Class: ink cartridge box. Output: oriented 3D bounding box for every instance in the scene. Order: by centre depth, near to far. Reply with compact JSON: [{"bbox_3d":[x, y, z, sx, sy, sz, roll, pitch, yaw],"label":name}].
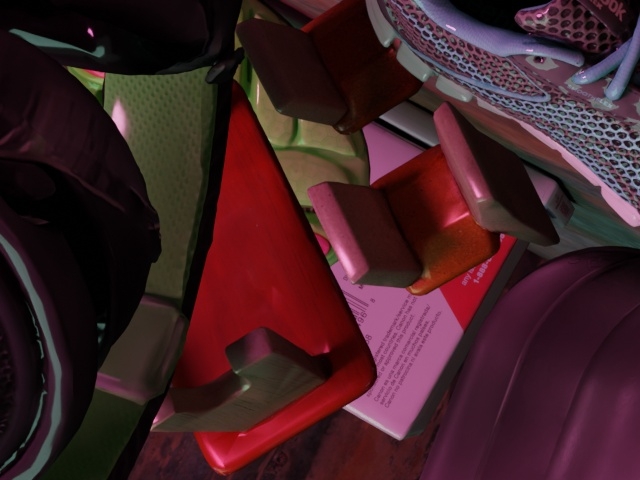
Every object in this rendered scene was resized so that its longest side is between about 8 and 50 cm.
[{"bbox_3d":[0.000,0.000,1.505,0.273,0.197,0.114,30,-179,10],"label":"ink cartridge box"}]

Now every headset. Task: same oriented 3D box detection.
[{"bbox_3d":[-0.071,-0.042,0.545,0.185,0.243,0.394,11,154,14],"label":"headset"}]

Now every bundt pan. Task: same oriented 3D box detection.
[{"bbox_3d":[0.202,0.082,0.755,0.331,0.124,0.331,13,-178,0],"label":"bundt pan"}]

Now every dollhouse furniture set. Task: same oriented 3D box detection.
[{"bbox_3d":[-0.061,-0.033,0.823,0.135,0.262,0.259,22,-140,-64],"label":"dollhouse furniture set"}]

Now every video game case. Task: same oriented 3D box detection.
[{"bbox_3d":[0.097,-0.073,1.507,0.201,0.023,0.183,30,-179,12],"label":"video game case"}]

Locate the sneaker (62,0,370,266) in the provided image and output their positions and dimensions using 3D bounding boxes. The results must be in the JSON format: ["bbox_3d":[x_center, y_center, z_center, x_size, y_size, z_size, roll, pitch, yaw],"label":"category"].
[{"bbox_3d":[-0.162,-0.147,1.296,0.483,0.185,0.202,33,-162,12],"label":"sneaker"}]

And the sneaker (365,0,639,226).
[{"bbox_3d":[0.075,-0.044,0.499,0.166,0.065,0.076,27,177,19],"label":"sneaker"}]
